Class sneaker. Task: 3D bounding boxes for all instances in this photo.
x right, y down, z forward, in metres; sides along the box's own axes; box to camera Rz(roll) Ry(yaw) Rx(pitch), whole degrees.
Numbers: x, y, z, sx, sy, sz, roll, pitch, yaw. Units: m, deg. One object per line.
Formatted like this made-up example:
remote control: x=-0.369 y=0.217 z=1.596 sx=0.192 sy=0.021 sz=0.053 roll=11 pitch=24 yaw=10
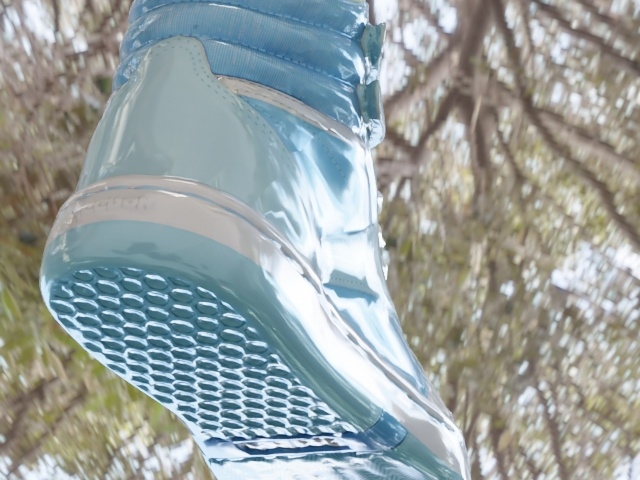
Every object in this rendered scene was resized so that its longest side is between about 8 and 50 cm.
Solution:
sneaker: x=0.000 y=0.000 z=0.790 sx=0.127 sy=0.319 sz=0.208 roll=-3 pitch=-121 yaw=21
